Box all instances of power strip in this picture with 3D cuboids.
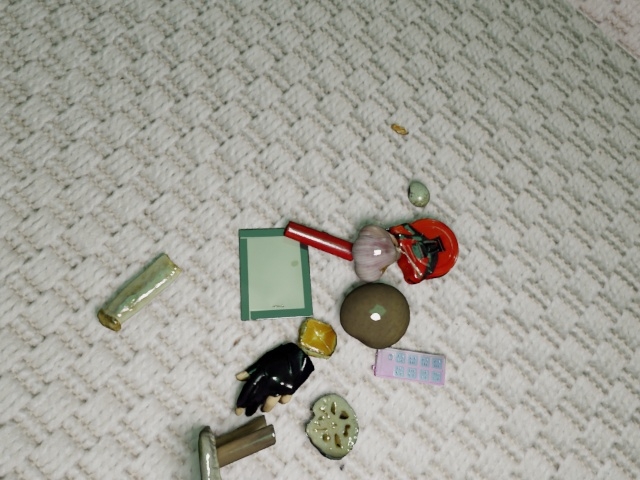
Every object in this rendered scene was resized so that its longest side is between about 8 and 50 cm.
[{"bbox_3d":[0.327,0.457,1.649,0.279,0.037,0.109,10,75,-6],"label":"power strip"}]

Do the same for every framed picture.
[{"bbox_3d":[-0.167,0.119,1.678,0.265,0.016,0.346,-3,75,-9],"label":"framed picture"}]

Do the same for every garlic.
[{"bbox_3d":[0.236,0.061,1.663,0.257,0.207,0.206,22,73,-2],"label":"garlic"}]

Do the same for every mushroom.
[{"bbox_3d":[-0.622,0.182,1.565,0.100,0.081,0.312,44,70,1],"label":"mushroom"}]

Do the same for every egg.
[{"bbox_3d":[0.389,-0.184,1.802,0.085,0.085,0.110,-21,76,-13],"label":"egg"}]

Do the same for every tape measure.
[{"bbox_3d":[0.395,0.029,1.732,0.261,0.114,0.253,-20,80,-13],"label":"tape measure"}]

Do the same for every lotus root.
[{"bbox_3d":[0.030,0.630,1.543,0.183,0.078,0.203,-35,90,-29],"label":"lotus root"}]

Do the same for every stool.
[{"bbox_3d":[-0.243,0.710,1.365,0.226,0.310,0.309,-6,77,-14],"label":"stool"}]

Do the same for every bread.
[{"bbox_3d":[-0.010,0.346,1.599,0.140,0.069,0.127,19,60,-12],"label":"bread"}]

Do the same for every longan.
[{"bbox_3d":[0.189,0.265,1.588,0.249,0.248,0.247,2,75,-8],"label":"longan"}]

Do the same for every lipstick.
[{"bbox_3d":[0.000,0.001,1.694,0.280,0.073,0.073,20,73,-9],"label":"lipstick"}]

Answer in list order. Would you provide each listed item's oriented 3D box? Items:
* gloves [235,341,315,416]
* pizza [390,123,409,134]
[{"bbox_3d":[-0.172,0.471,1.529,0.197,0.152,0.301,37,86,28],"label":"gloves"},{"bbox_3d":[0.333,-0.465,1.905,0.083,0.016,0.037,27,74,3],"label":"pizza"}]
